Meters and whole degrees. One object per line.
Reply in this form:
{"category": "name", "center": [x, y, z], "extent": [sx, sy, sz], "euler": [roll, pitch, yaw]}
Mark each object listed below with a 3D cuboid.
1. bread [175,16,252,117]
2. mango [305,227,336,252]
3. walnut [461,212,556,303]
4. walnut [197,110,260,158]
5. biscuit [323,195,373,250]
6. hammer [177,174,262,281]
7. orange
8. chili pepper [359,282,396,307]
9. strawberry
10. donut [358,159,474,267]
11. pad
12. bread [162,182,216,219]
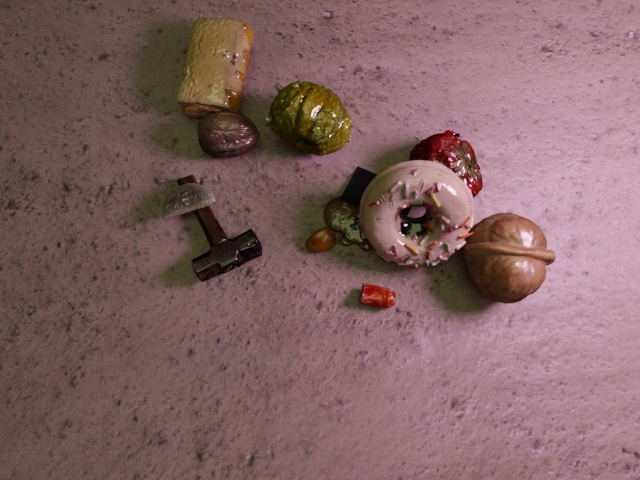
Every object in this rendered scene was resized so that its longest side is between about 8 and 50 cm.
{"category": "bread", "center": [-0.393, -0.650, 1.714], "extent": [0.236, 0.165, 0.375], "euler": [7, 76, 8]}
{"category": "mango", "center": [0.000, 0.000, 1.590], "extent": [0.114, 0.060, 0.080], "euler": [-20, 92, 0]}
{"category": "walnut", "center": [0.605, 0.056, 1.462], "extent": [0.285, 0.285, 0.296], "euler": [6, 82, 3]}
{"category": "walnut", "center": [-0.336, -0.387, 1.641], "extent": [0.230, 0.178, 0.178], "euler": [1, 75, 0]}
{"category": "biscuit", "center": [0.118, -0.067, 1.619], "extent": [0.236, 0.039, 0.180], "euler": [35, 80, 11]}
{"category": "hammer", "center": [-0.399, -0.069, 1.614], "extent": [0.242, 0.095, 0.409], "euler": [-29, 71, -6]}
{"category": "orange", "center": [-0.028, -0.431, 1.577], "extent": [0.301, 0.300, 0.223], "euler": [20, 84, 24]}
{"category": "chili pepper", "center": [0.197, 0.194, 1.533], "extent": [0.123, 0.073, 0.070], "euler": [11, 118, 6]}
{"category": "strawberry", "center": [0.428, -0.251, 1.578], "extent": [0.274, 0.220, 0.274], "euler": [17, 62, -34]}
{"category": "donut", "center": [0.308, -0.071, 1.460], "extent": [0.383, 0.382, 0.142], "euler": [4, 31, 7]}
{"category": "pad", "center": [0.215, -0.163, 1.639], "extent": [0.245, 0.006, 0.170], "euler": [25, 66, 7]}
{"category": "bread", "center": [-0.475, -0.155, 1.590], "extent": [0.193, 0.036, 0.112], "euler": [-18, 67, -3]}
